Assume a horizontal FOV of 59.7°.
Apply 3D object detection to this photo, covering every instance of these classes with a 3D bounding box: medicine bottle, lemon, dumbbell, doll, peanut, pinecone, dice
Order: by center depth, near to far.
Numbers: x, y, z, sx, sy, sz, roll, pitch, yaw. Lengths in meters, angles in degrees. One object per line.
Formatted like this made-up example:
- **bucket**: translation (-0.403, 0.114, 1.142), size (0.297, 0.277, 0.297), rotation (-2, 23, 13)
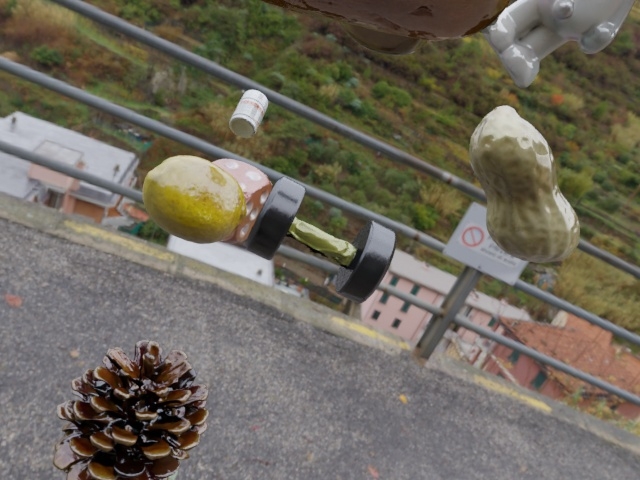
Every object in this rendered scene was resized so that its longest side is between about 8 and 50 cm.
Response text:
- **doll**: translation (0.286, -0.222, 0.468), size (0.208, 0.271, 0.144), rotation (38, 29, -3)
- **peanut**: translation (0.281, -0.064, 0.786), size (0.256, 0.124, 0.123), rotation (56, 8, -27)
- **pinecone**: translation (-0.301, 0.289, 0.934), size (0.264, 0.264, 0.264), rotation (22, 22, -9)
- **lemon**: translation (-0.246, -0.080, 1.105), size (0.207, 0.170, 0.170), rotation (28, 21, -15)
- **medicine bottle**: translation (-0.145, -0.256, 1.130), size (0.057, 0.057, 0.089), rotation (23, 54, -7)
- **dumbbell**: translation (0.000, 0.000, 1.353), size (0.323, 0.203, 0.203), rotation (26, 22, -7)
- **dice**: translation (-0.250, -0.114, 1.542), size (0.174, 0.174, 0.179), rotation (26, 39, 14)

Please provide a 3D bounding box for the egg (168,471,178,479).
- **egg**: translation (-0.355, 0.494, 1.229), size (0.085, 0.085, 0.110), rotation (-3, 49, -50)

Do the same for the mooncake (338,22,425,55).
- **mooncake**: translation (0.143, -0.476, 1.090), size (0.235, 0.234, 0.117), rotation (28, 24, 5)

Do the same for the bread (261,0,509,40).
- **bread**: translation (0.030, -0.230, 0.423), size (0.241, 0.106, 0.136), rotation (14, -6, 5)
